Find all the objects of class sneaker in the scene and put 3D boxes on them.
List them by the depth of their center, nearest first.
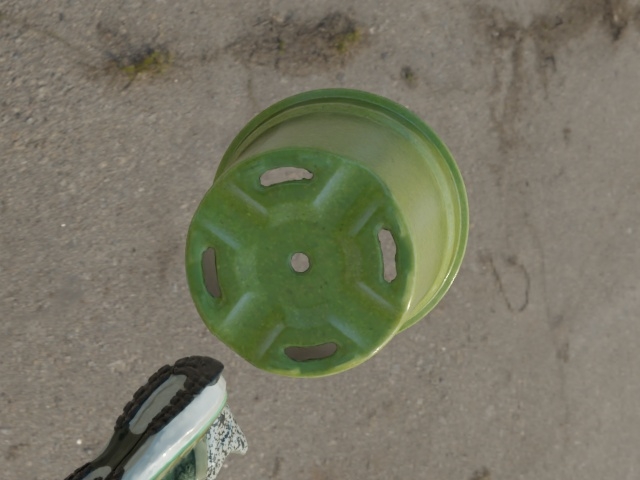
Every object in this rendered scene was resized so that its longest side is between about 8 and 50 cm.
[{"bbox_3d":[-0.222,0.345,0.986,0.410,0.158,0.182,-49,119,-29],"label":"sneaker"}]

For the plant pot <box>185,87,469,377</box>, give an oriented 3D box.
[{"bbox_3d":[0.000,0.000,0.713,0.254,0.276,0.276,-53,128,-77],"label":"plant pot"}]
